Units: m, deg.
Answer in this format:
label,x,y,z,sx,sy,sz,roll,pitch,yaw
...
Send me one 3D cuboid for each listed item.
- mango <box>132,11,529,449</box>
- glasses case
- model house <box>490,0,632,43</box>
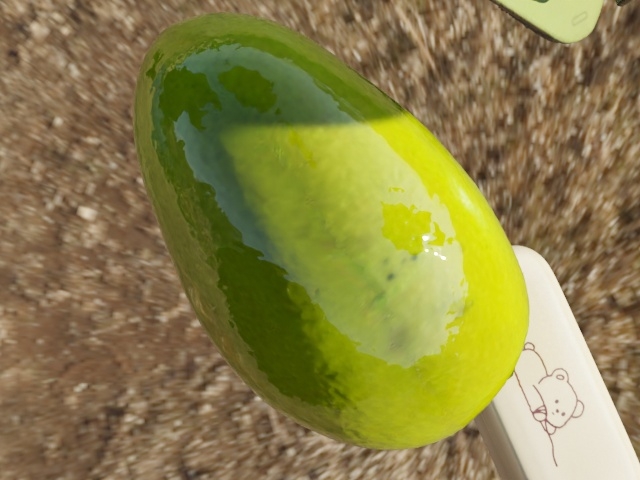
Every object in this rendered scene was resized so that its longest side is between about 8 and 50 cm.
label,x,y,z,sx,sy,sz,roll,pitch,yaw
mango,0.007,0.003,0.913,0.185,0.273,0.149,11,50,44
glasses case,0.138,0.099,1.087,0.083,0.050,0.196,-26,92,-19
model house,0.310,-0.293,1.563,0.278,0.205,0.218,15,85,48
